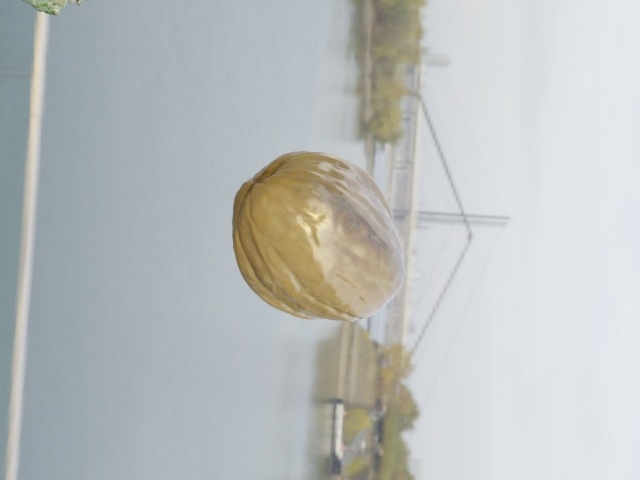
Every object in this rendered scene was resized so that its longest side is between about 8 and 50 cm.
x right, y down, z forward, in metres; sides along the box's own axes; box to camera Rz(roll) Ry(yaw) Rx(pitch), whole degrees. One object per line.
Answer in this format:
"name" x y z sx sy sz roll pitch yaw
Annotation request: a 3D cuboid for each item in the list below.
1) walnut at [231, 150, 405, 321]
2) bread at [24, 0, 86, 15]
"walnut" 0.000 0.000 1.345 0.261 0.225 0.225 41 38 -29
"bread" -0.321 -0.498 1.381 0.382 0.366 0.129 -68 -162 8
